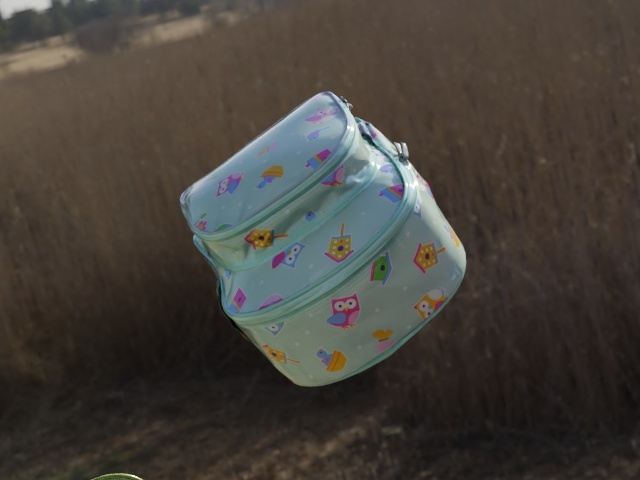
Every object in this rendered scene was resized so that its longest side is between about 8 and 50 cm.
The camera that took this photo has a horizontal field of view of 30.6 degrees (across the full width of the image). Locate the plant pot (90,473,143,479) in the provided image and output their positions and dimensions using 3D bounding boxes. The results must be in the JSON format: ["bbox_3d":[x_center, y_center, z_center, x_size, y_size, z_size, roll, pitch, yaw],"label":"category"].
[{"bbox_3d":[-0.155,0.238,0.914,0.083,0.083,0.079,-19,27,-18],"label":"plant pot"}]

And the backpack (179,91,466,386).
[{"bbox_3d":[0.000,0.000,0.783,0.166,0.144,0.188,-35,34,1],"label":"backpack"}]
